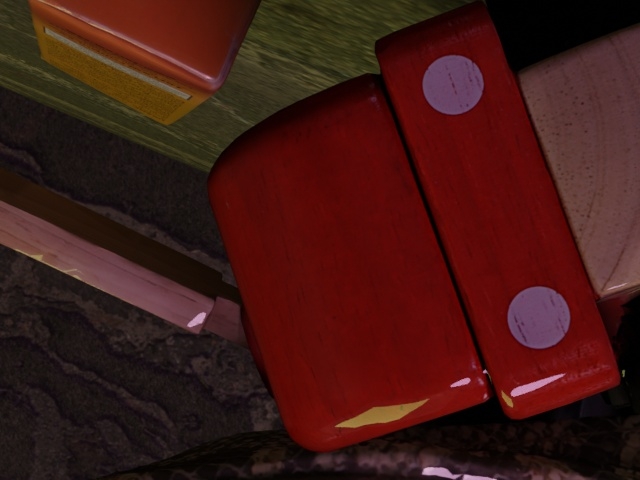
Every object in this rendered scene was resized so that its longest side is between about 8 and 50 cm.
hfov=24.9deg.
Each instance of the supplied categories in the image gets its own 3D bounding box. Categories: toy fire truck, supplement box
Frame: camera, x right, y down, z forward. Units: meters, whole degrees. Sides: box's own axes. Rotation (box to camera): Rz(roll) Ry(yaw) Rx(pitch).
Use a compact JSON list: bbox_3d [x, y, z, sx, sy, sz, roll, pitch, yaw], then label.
[{"bbox_3d":[0.000,0.000,0.444,0.246,0.158,0.217,-20,173,5],"label":"toy fire truck"},{"bbox_3d":[-0.071,-0.101,0.590,0.080,0.078,0.233,23,177,-8],"label":"supplement box"}]

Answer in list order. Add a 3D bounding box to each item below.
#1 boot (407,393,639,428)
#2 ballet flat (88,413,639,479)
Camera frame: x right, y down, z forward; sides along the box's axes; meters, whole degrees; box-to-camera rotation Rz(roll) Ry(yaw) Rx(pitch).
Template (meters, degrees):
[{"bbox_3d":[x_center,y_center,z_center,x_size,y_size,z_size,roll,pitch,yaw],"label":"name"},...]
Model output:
[{"bbox_3d":[0.170,0.154,0.878,0.146,0.367,0.445,-7,168,17],"label":"boot"},{"bbox_3d":[0.090,0.125,0.512,0.483,0.164,0.182,-5,-164,4],"label":"ballet flat"}]
